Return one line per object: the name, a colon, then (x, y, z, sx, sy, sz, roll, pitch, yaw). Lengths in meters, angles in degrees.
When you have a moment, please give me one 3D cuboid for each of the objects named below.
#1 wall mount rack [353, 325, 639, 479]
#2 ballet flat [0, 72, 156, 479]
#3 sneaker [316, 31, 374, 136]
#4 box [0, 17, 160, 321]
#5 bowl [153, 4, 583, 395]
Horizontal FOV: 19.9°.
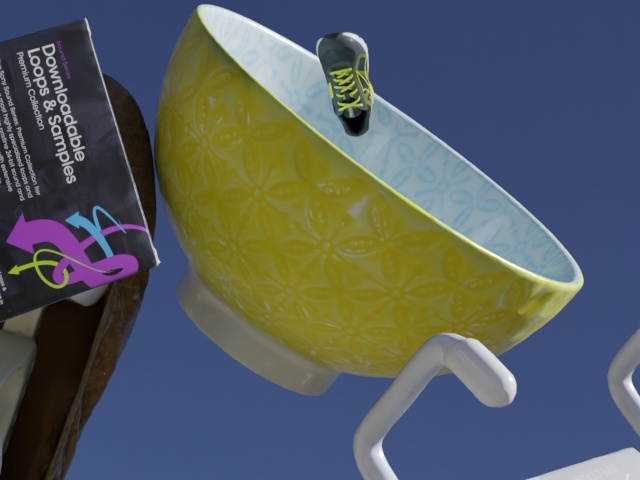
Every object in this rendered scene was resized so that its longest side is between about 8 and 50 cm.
wall mount rack: (0.179, 0.163, 0.800, 0.304, 0.350, 0.130, 54, -52, 24)
ballet flat: (-0.175, 0.062, 1.035, 0.116, 0.342, 0.124, 19, -4, 1)
sneaker: (0.019, -0.098, 1.154, 0.031, 0.035, 0.083, -13, -36, 10)
box: (-0.158, -0.018, 0.779, 0.029, 0.162, 0.116, 3, -70, 62)
bowl: (0.000, 0.000, 1.119, 0.289, 0.156, 0.289, 35, 12, -8)
